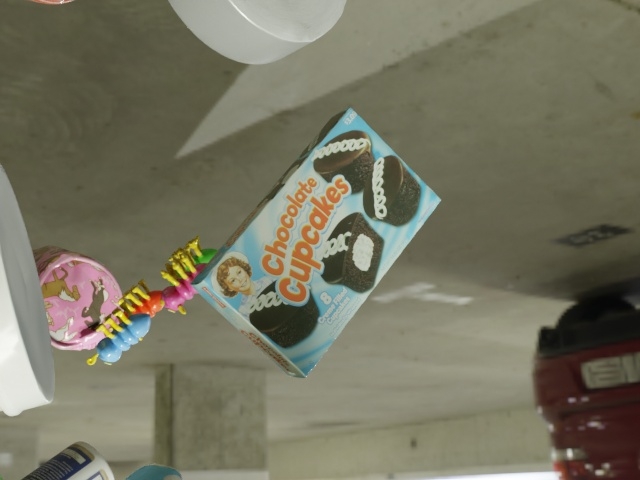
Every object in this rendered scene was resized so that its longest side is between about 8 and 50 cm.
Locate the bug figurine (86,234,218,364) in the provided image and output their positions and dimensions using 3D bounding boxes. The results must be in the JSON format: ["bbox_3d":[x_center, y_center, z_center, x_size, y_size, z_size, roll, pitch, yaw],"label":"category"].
[{"bbox_3d":[-0.240,0.089,1.424,0.216,0.072,0.279,-40,-173,3],"label":"bug figurine"}]

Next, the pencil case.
[{"bbox_3d":[-0.464,0.099,1.735,0.167,0.160,0.386,33,168,-19],"label":"pencil case"}]

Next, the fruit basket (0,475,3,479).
[{"bbox_3d":[-0.556,0.286,1.045,0.392,0.392,0.283,13,-166,-44],"label":"fruit basket"}]

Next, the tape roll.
[{"bbox_3d":[-0.071,-0.301,1.022,0.219,0.219,0.072,12,160,-42],"label":"tape roll"}]

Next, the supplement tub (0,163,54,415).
[{"bbox_3d":[-0.397,0.068,0.751,0.331,0.241,0.241,-12,166,-10],"label":"supplement tub"}]

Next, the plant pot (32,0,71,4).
[{"bbox_3d":[-0.338,-0.348,0.904,0.265,0.272,0.272,20,172,21],"label":"plant pot"}]

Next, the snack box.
[{"bbox_3d":[0.000,0.000,1.286,0.187,0.322,0.060,44,158,-14],"label":"snack box"}]

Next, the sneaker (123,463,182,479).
[{"bbox_3d":[-0.100,0.275,0.723,0.087,0.228,0.092,-6,-154,21],"label":"sneaker"}]

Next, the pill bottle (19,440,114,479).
[{"bbox_3d":[-0.378,0.362,1.345,0.094,0.094,0.169,-19,-170,47],"label":"pill bottle"}]
